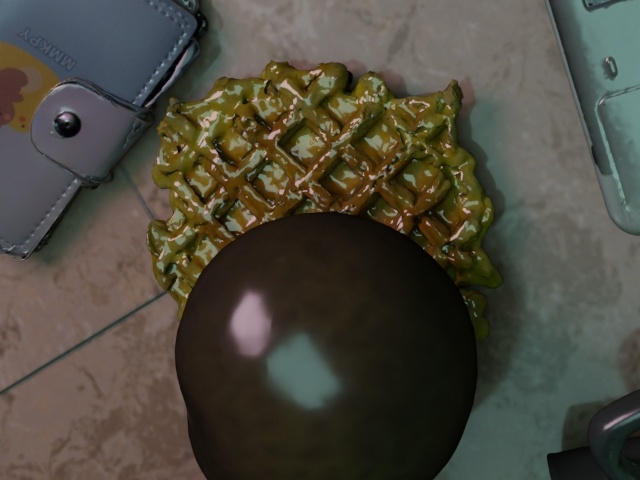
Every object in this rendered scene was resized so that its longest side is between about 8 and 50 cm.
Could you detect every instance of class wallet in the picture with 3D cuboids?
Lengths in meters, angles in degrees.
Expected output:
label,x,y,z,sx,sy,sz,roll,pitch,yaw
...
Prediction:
label,x,y,z,sx,sy,sz,roll,pitch,yaw
wallet,-0.199,-0.113,1.327,0.170,0.069,0.231,35,107,-12

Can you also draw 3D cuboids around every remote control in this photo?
label,x,y,z,sx,sy,sz,roll,pitch,yaw
remote control,0.220,-0.152,1.235,0.140,0.056,0.296,-17,94,16

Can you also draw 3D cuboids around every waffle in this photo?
label,x,y,z,sx,sy,sz,roll,pitch,yaw
waffle,0.000,0.000,1.305,0.245,0.052,0.254,-5,97,12

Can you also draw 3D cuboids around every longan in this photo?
label,x,y,z,sx,sy,sz,roll,pitch,yaw
longan,0.004,0.086,1.201,0.198,0.198,0.212,9,107,11

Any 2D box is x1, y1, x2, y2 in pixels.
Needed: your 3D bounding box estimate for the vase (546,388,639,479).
label,x,y,z,sx,sy,sz,roll,pitch,yaw
vase,0.288,0.167,1.211,0.301,0.156,0.251,-17,128,8
